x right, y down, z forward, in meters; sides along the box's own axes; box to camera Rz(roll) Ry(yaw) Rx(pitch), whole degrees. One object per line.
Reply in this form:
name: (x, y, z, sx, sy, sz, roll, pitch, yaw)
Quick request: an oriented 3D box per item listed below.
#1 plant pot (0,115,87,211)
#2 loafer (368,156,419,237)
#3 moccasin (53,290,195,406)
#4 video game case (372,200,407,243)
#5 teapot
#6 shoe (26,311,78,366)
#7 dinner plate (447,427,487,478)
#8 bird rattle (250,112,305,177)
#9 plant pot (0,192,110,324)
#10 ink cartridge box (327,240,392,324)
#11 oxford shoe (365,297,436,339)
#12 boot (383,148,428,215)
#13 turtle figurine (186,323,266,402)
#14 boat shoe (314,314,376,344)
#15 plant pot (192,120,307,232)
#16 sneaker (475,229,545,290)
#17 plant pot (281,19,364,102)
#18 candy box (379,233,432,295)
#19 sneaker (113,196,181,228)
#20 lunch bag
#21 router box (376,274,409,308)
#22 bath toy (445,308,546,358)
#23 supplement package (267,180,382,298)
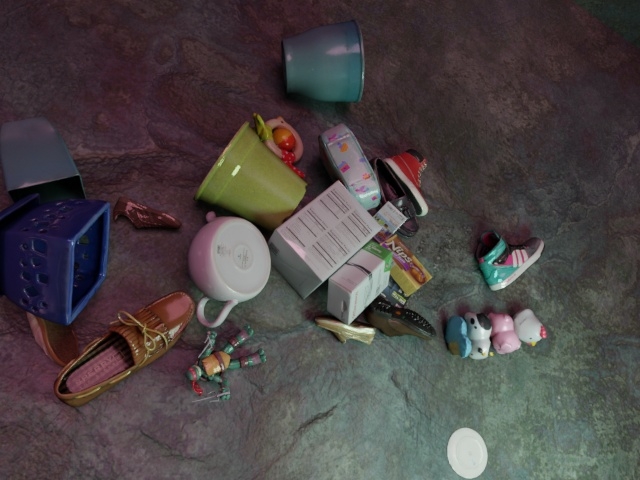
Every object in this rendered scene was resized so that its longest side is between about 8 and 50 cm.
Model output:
plant pot: (-0.749, -0.200, 1.289, 0.166, 0.165, 0.234, -20, 70, -25)
loafer: (0.243, -0.148, 1.655, 0.109, 0.095, 0.302, -29, 81, -26)
moccasin: (-0.479, 0.254, 1.209, 0.380, 0.147, 0.139, -32, 83, -27)
video game case: (0.216, -0.058, 1.622, 0.087, 0.011, 0.122, 43, 95, 0)
teapot: (-0.275, 0.066, 1.343, 0.252, 0.187, 0.256, 62, 38, -17)
shoe: (-0.675, 0.217, 1.211, 0.077, 0.058, 0.219, -20, 80, -57)
dinner plate: (0.447, 0.641, 1.466, 0.141, 0.017, 0.141, 6, 69, -17)
bird rattle: (-0.127, -0.310, 1.575, 0.253, 0.143, 0.207, 43, 46, -3)
plant pot: (-0.651, 0.028, 1.155, 0.212, 0.235, 0.236, 13, 24, -7)
ink cartridge box: (0.115, 0.123, 1.428, 0.087, 0.153, 0.208, 30, 49, 27)
oxford shoe: (0.246, 0.261, 1.503, 0.227, 0.096, 0.083, 23, 29, 4)
boot: (0.345, -0.214, 1.727, 0.176, 0.088, 0.244, -25, 76, -28)
turtle figurine: (-0.267, 0.319, 1.279, 0.234, 0.118, 0.175, -21, 92, -41)
boat shoe: (0.071, 0.274, 1.450, 0.190, 0.068, 0.072, 14, 94, -7)
plant pot: (-0.188, -0.163, 1.424, 0.254, 0.276, 0.276, 35, 62, -13)
sneaker: (0.661, 0.028, 1.729, 0.296, 0.124, 0.178, -36, 94, -26)
plant pot: (-0.002, -0.604, 1.669, 0.255, 0.271, 0.271, -6, 71, -5)
candy box: (0.264, 0.078, 1.573, 0.109, 0.053, 0.186, -25, 74, -47)
sneaker: (-0.494, -0.059, 1.384, 0.189, 0.066, 0.071, 22, 81, -5)
lunch bag: (0.091, -0.214, 1.561, 0.108, 0.224, 0.279, -25, 80, -5)
router box: (0.226, 0.163, 1.560, 0.122, 0.038, 0.092, 38, 63, -3)
bath toy: (0.586, 0.309, 1.584, 0.348, 0.129, 0.151, -3, 105, -20)
supplement package: (0.000, 0.000, 1.451, 0.263, 0.199, 0.198, -40, 86, -28)
